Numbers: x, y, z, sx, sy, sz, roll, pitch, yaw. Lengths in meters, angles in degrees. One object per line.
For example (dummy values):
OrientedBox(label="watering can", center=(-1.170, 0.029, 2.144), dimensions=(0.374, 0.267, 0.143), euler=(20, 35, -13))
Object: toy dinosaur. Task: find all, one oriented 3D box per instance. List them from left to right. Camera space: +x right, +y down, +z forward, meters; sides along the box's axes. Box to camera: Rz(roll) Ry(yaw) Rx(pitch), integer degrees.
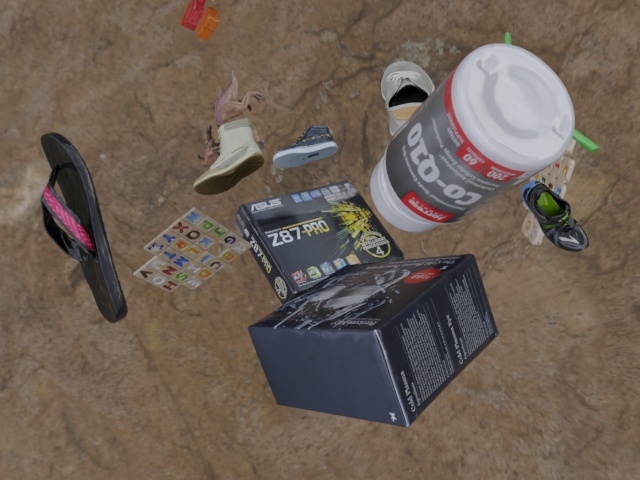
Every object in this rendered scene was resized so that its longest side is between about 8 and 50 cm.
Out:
OrientedBox(label="toy dinosaur", center=(-0.289, -0.374, 1.860), dimensions=(0.200, 0.127, 0.296), euler=(-12, 110, -29))

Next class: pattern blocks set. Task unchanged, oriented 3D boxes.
OrientedBox(label="pattern blocks set", center=(-0.116, -0.419, 0.838), dimensions=(0.026, 0.325, 0.286), euler=(19, 101, -27))

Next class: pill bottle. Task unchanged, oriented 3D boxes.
OrientedBox(label="pill bottle", center=(0.182, -0.116, 0.800), dimensions=(0.161, 0.283, 0.161), euler=(6, 70, -17))

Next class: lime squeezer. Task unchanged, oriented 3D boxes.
OrientedBox(label="lime squeezer", center=(0.406, -0.290, 1.135), dimensions=(0.109, 0.059, 0.310), euler=(-20, 66, -17))

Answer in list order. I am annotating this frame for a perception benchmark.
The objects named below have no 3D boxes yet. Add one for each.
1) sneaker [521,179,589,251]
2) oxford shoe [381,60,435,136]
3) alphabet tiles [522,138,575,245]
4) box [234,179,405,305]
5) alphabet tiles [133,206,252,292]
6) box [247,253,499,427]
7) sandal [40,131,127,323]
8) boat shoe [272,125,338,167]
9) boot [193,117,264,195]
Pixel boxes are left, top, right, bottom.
OrientedBox(label="sneaker", center=(0.484, -0.043, 1.221), dimensions=(0.067, 0.078, 0.188), euler=(-41, 104, 7))
OrientedBox(label="oxford shoe", center=(0.267, -0.464, 1.838), dimensions=(0.169, 0.130, 0.449), euler=(-8, 39, 12))
OrientedBox(label="alphabet tiles", center=(0.564, -0.136, 1.478), dimensions=(0.021, 0.278, 0.284), euler=(14, 106, 2))
OrientedBox(label="box", center=(0.000, 0.000, 1.701), dimensions=(0.394, 0.097, 0.318), euler=(-15, 57, -32))
OrientedBox(label="alphabet tiles", center=(-0.310, 0.036, 1.390), dimensions=(0.237, 0.198, 0.009), euler=(-36, 48, 16))
OrientedBox(label="box", center=(0.099, 0.174, 1.137), dimensions=(0.343, 0.312, 0.179), euler=(-8, 106, 46))
OrientedBox(label="sandal", center=(-0.217, -0.009, 0.523), dimensions=(0.067, 0.040, 0.179), euler=(-14, 94, 55))
OrientedBox(label="boat shoe", center=(-0.050, -0.257, 1.623), dimensions=(0.183, 0.065, 0.083), euler=(-14, 62, -15))
OrientedBox(label="boot", center=(-0.264, -0.230, 1.632), dimensions=(0.213, 0.077, 0.165), euler=(-28, 57, 13))
